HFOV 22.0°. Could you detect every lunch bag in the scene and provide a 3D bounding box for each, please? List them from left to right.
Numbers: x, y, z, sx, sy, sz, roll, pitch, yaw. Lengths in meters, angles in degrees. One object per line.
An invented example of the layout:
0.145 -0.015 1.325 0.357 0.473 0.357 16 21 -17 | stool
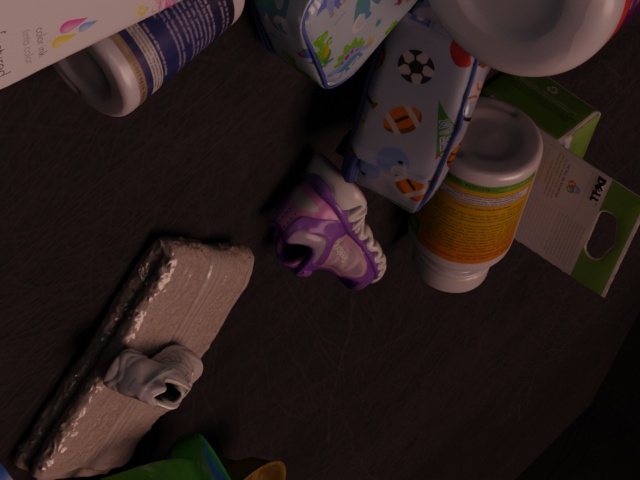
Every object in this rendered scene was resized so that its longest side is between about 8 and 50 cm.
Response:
0.033 -0.253 1.424 0.219 0.090 0.176 -51 161 -8 | lunch bag
0.122 -0.189 1.665 0.243 0.115 0.303 -60 173 -51 | lunch bag

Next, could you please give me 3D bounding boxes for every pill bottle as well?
-0.115 -0.176 1.207 0.169 0.094 0.094 -44 158 -24 | pill bottle
0.182 -0.048 2.036 0.136 0.136 0.245 -40 157 -33 | pill bottle
0.234 -0.284 1.462 0.323 0.181 0.181 -44 159 -46 | pill bottle

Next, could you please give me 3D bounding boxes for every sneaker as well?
-0.147 0.136 1.571 0.053 0.061 0.152 -61 160 11 | sneaker
0.000 0.000 1.787 0.104 0.095 0.236 -43 154 -9 | sneaker

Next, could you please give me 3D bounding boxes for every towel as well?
-0.179 0.120 1.627 0.282 0.049 0.187 -57 161 10 | towel

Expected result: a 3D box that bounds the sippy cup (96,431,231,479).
-0.176 0.356 1.752 0.224 0.305 0.240 -27 -165 -1 | sippy cup

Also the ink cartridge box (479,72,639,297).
0.304 -0.077 2.088 0.097 0.255 0.189 -38 155 -38 | ink cartridge box

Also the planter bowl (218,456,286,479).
-0.145 0.328 1.989 0.217 0.090 0.217 -46 160 -22 | planter bowl

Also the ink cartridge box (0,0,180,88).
-0.110 -0.242 0.962 0.353 0.119 0.207 -30 153 -21 | ink cartridge box

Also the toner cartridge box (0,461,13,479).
-0.405 0.305 1.381 0.348 0.075 0.165 -48 161 -17 | toner cartridge box
